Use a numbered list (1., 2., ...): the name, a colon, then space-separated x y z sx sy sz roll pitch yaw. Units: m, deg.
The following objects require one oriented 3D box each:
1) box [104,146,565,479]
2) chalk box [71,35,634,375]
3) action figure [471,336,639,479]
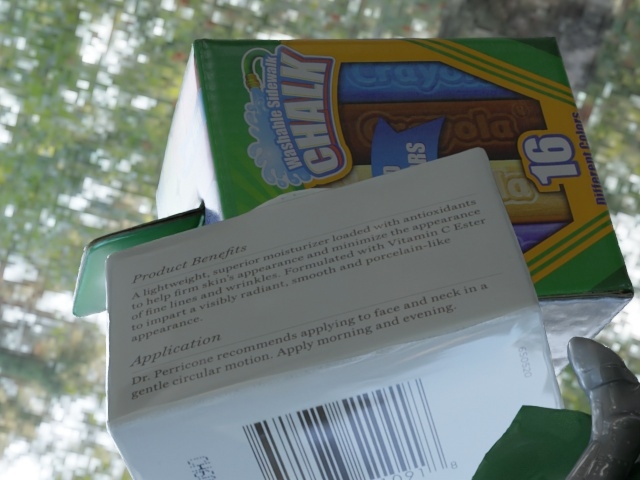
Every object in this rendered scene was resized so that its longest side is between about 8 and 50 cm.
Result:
1. box: 0.016 0.080 0.640 0.181 0.182 0.119 -16 -143 5
2. chalk box: 0.000 0.000 0.835 0.289 0.180 0.179 -1 -118 -17
3. action figure: 0.038 0.123 0.328 0.063 0.232 0.137 48 150 -22
